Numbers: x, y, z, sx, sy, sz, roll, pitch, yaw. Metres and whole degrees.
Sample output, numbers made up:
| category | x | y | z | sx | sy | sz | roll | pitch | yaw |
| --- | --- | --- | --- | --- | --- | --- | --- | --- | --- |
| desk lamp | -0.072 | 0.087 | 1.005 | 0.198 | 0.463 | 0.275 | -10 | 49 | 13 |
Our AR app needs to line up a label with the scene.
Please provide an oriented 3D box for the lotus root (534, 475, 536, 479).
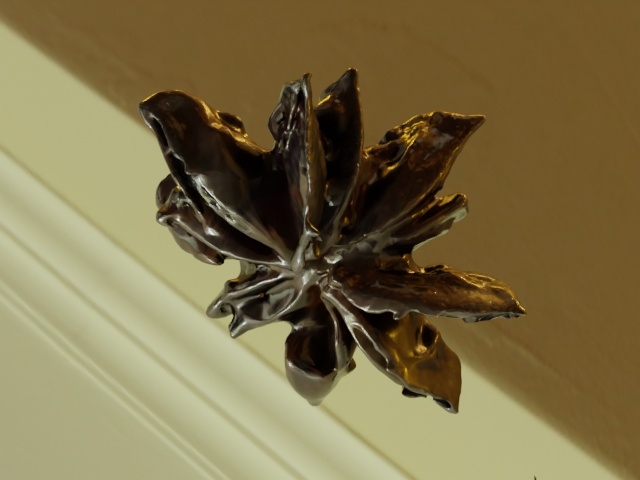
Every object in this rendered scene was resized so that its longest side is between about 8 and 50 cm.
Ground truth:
| category | x | y | z | sx | sy | sz | roll | pitch | yaw |
| --- | --- | --- | --- | --- | --- | --- | --- | --- | --- |
| lotus root | 0.170 | 0.243 | 1.205 | 0.073 | 0.062 | 0.150 | -7 | -123 | -26 |

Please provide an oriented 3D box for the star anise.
| category | x | y | z | sx | sy | sz | roll | pitch | yaw |
| --- | --- | --- | --- | --- | --- | --- | --- | --- | --- |
| star anise | 0.004 | 0.000 | 1.008 | 0.212 | 0.283 | 0.129 | -35 | -164 | 35 |
